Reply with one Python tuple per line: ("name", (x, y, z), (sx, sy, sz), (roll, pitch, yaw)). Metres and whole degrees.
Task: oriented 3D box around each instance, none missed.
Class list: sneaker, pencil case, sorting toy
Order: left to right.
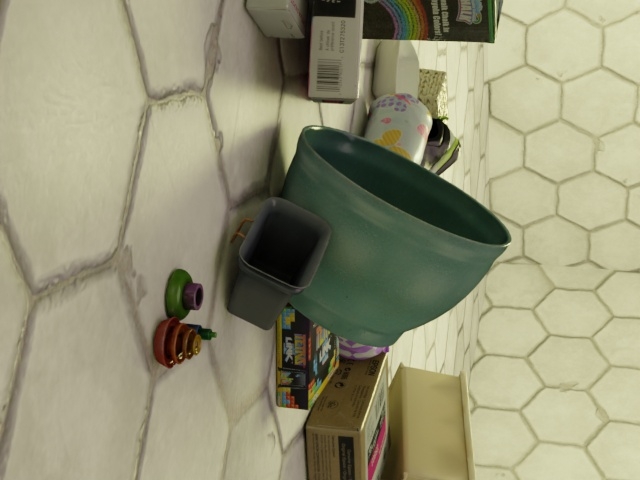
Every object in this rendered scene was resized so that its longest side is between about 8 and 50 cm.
("sorting toy", (-0.124, 0.078, 1.050), (0.061, 0.042, 0.102), (73, 25, -56))
("pencil case", (0.063, 0.090, 1.720), (0.086, 0.088, 0.206), (-66, 155, -59))
("pencil case", (0.111, -0.114, 1.803), (0.124, 0.114, 0.273), (92, 10, -53))
("sneaker", (0.157, -0.139, 1.980), (0.234, 0.084, 0.097), (-46, 119, -27))

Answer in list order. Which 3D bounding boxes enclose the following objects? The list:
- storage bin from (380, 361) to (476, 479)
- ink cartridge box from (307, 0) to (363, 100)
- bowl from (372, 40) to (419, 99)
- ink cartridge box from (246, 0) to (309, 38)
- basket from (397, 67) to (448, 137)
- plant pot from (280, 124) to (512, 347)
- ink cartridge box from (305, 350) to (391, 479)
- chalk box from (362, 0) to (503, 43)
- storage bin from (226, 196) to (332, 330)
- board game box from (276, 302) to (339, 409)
("storage bin", (0.161, 0.396, 1.909), (0.262, 0.123, 0.260), (-88, -167, -50))
("ink cartridge box", (0.021, -0.264, 1.411), (0.371, 0.069, 0.175), (-66, 159, -83))
("bowl", (0.131, -0.287, 1.942), (0.142, 0.053, 0.142), (38, 57, -67))
("ink cartridge box", (-0.044, -0.301, 1.248), (0.088, 0.052, 0.122), (44, 49, -72))
("basket", (0.185, -0.235, 2.088), (0.113, 0.103, 0.167), (-69, 159, -48))
("plant pot", (0.064, 0.010, 1.390), (0.196, 0.293, 0.293), (-62, 173, 17))
("ink cartridge box", (0.048, 0.307, 1.721), (0.234, 0.088, 0.193), (-63, 152, -60))
("chalk box", (0.200, -0.428, 1.704), (0.180, 0.289, 0.179), (78, 21, -50))
("storage bin", (-0.059, 0.029, 1.231), (0.091, 0.098, 0.135), (-62, -177, 36))
("board game box", (-0.014, 0.134, 1.503), (0.170, 0.048, 0.141), (-45, 139, -69))
